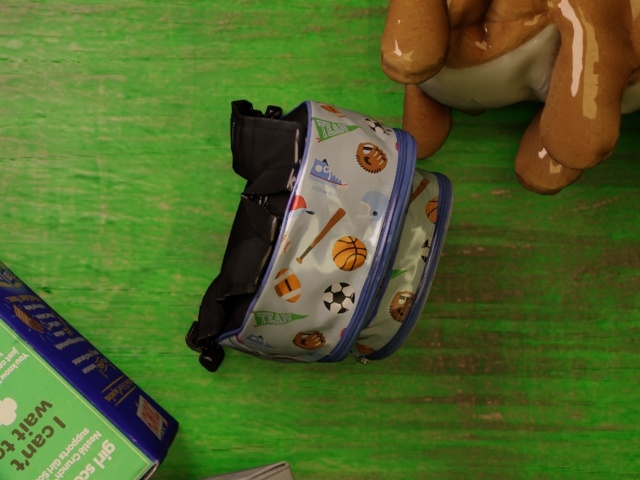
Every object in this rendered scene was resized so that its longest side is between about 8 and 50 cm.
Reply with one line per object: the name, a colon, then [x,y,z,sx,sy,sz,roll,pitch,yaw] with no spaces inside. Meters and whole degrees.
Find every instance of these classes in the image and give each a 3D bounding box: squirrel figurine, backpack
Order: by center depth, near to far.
backpack: [0.000,0.000,1.076,0.213,0.263,0.277,11,84,-4]
squirrel figurine: [0.276,-0.236,1.092,0.370,0.281,0.397,10,73,10]

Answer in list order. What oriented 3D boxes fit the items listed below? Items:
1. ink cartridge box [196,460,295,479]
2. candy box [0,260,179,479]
ink cartridge box: [-0.081,0.358,1.099,0.060,0.239,0.275,-17,87,-45]
candy box: [-0.282,0.113,1.041,0.317,0.268,0.122,42,86,-1]
